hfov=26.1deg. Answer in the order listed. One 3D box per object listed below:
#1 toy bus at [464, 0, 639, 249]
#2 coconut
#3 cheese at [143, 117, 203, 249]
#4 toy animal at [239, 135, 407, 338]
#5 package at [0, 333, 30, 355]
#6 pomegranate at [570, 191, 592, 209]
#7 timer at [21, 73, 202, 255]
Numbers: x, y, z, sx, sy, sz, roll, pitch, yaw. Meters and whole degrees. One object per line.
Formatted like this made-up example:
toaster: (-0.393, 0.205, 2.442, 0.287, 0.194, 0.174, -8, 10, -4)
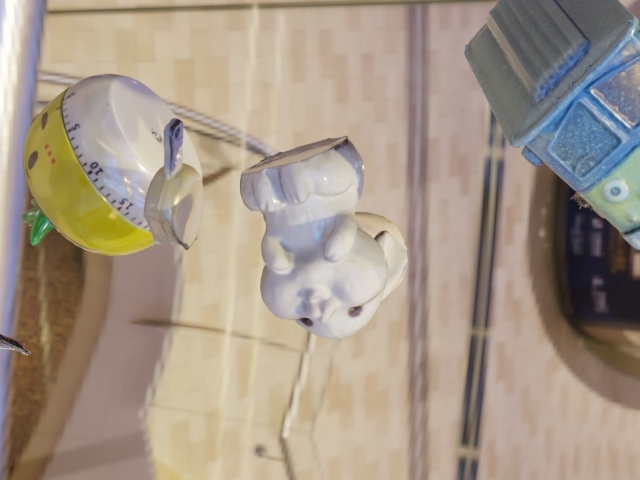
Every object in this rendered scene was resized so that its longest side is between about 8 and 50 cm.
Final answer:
toy bus: (0.260, -0.141, 1.298, 0.190, 0.152, 0.312, 39, 16, -18)
coconut: (0.035, 0.023, 1.687, 0.122, 0.116, 0.116, -2, 95, -55)
cheese: (-0.170, -0.057, 1.576, 0.171, 0.048, 0.092, 85, 21, -54)
toy animal: (0.002, -0.008, 1.385, 0.178, 0.127, 0.193, -66, 138, -64)
package: (-0.422, 0.086, 1.404, 0.166, 0.232, 0.040, 27, 66, -47)
pomegranate: (0.347, -0.112, 1.696, 0.130, 0.130, 0.130, -10, 102, -56)
timer: (-0.340, -0.085, 2.032, 0.285, 0.285, 0.285, -10, 102, -56)
